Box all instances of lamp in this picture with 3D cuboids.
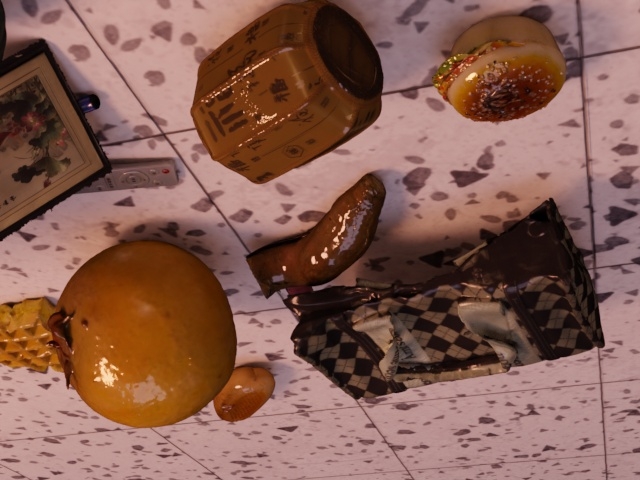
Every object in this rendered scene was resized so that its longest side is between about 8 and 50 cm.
[{"bbox_3d":[-0.035,-0.152,0.922,0.185,0.161,0.161,-26,141,36],"label":"lamp"}]

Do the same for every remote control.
[{"bbox_3d":[-0.278,-0.085,1.162,0.184,0.027,0.050,-4,151,-1],"label":"remote control"}]

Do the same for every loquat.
[{"bbox_3d":[-0.263,0.131,1.296,0.275,0.274,0.275,0,149,0],"label":"loquat"}]

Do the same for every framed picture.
[{"bbox_3d":[-0.346,-0.097,0.995,0.195,0.010,0.199,-36,137,-17],"label":"framed picture"}]

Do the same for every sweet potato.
[{"bbox_3d":[0.000,0.006,1.251,0.112,0.085,0.286,24,142,-27],"label":"sweet potato"}]

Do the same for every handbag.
[{"bbox_3d":[0.177,0.105,1.294,0.416,0.180,0.317,-17,154,19],"label":"handbag"}]

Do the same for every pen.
[{"bbox_3d":[-0.351,-0.138,1.070,0.204,0.025,0.025,-15,146,22],"label":"pen"}]

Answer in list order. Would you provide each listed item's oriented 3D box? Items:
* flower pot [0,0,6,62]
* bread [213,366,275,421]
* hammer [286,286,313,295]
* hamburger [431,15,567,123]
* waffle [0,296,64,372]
[{"bbox_3d":[-0.404,-0.216,0.810,0.189,0.157,0.243,-18,143,31],"label":"flower pot"},{"bbox_3d":[-0.154,0.295,1.752,0.114,0.077,0.189,-8,154,-27],"label":"bread"},{"bbox_3d":[-0.037,0.071,1.407,0.043,0.043,0.083,-7,150,12],"label":"hammer"},{"bbox_3d":[0.189,-0.175,0.946,0.141,0.081,0.126,16,146,-26],"label":"hamburger"},{"bbox_3d":[-0.532,0.181,1.578,0.219,0.057,0.229,-7,149,13],"label":"waffle"}]
